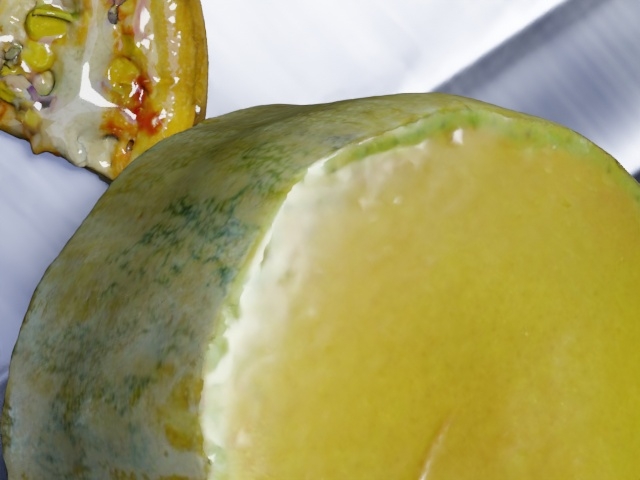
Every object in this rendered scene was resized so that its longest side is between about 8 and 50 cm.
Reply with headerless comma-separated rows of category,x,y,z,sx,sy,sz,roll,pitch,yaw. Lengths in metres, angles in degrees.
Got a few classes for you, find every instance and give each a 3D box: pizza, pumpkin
pizza,-0.144,-0.111,0.724,0.176,0.036,0.184,4,97,-10
pumpkin,0.038,0.077,0.646,0.332,0.199,0.332,7,75,-28
